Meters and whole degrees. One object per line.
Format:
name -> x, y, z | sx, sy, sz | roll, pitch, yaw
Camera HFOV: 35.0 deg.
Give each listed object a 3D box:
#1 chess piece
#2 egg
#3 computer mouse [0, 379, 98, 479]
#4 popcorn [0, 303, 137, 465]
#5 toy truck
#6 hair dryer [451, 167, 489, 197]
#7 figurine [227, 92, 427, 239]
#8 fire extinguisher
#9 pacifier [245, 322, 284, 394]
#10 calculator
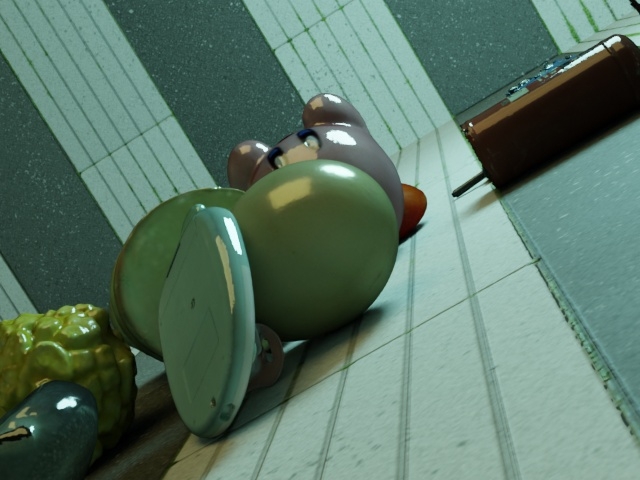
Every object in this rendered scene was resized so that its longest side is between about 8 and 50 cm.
chess piece -> -0.182, 0.076, 1.412 | 0.234, 0.234, 0.442 | -33, 1, -18
egg -> -0.020, 0.016, 1.121 | 0.241, 0.186, 0.186 | -44, -2, 33
computer mouse -> -0.338, 0.274, 0.931 | 0.374, 0.114, 0.203 | -38, 6, 13
popcorn -> -0.323, 0.189, 1.254 | 0.181, 0.217, 0.235 | -4, -16, -30
toy truck -> 0.438, -0.295, 1.986 | 0.201, 0.074, 0.088 | -35, 11, -28
hair dryer -> 0.233, -0.092, 1.539 | 0.083, 0.026, 0.047 | -34, 4, 15
figurine -> 0.018, -0.040, 1.419 | 0.269, 0.261, 0.211 | -30, 33, -1
fire extinguisher -> 0.346, -0.215, 1.369 | 0.337, 0.147, 0.106 | -31, 7, 9
pacifier -> -0.075, 0.126, 1.079 | 0.099, 0.082, 0.078 | -29, -22, 22
calculator -> -0.121, 0.070, 1.043 | 0.184, 0.042, 0.295 | -65, 28, 29
